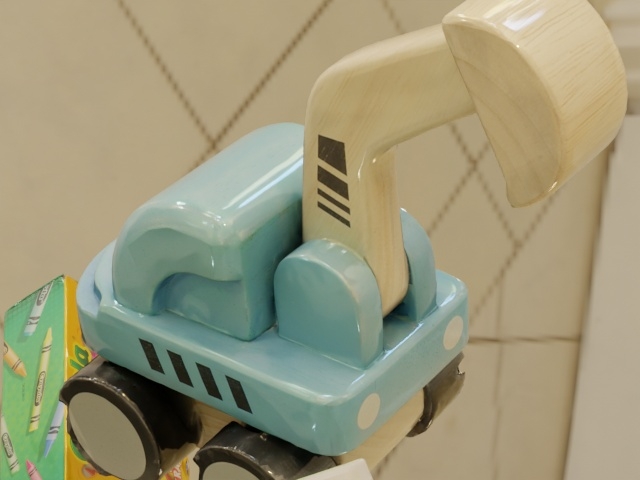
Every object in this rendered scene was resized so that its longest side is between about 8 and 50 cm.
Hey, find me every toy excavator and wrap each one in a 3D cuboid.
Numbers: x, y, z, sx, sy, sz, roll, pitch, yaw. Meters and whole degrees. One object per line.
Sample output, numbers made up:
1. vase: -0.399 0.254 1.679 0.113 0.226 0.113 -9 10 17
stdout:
1. toy excavator: 0.000 0.000 1.246 0.222 0.433 0.445 -39 136 -39

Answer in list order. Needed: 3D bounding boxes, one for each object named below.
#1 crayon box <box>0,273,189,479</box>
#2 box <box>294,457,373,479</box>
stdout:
1. crayon box: -0.199 0.186 1.574 0.165 0.081 0.278 39 30 -38
2. box: -0.064 0.279 0.978 0.262 0.127 0.231 -15 71 -16
